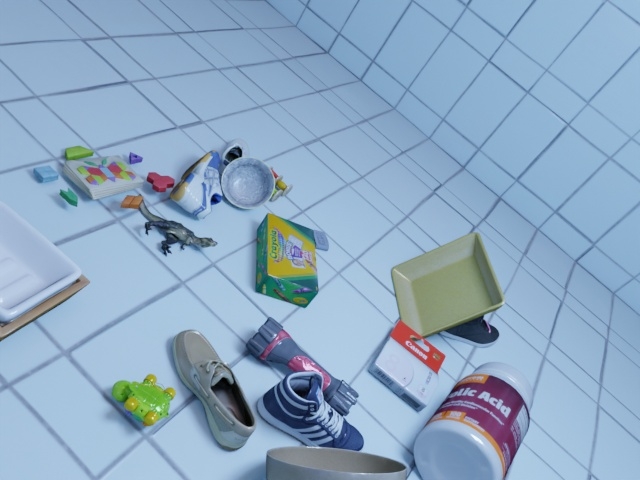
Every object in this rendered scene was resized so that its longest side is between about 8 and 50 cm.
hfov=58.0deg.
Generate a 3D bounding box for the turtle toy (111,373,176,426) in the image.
[{"bbox_3d":[-0.367,0.327,1.183,0.130,0.066,0.095,35,34,-1],"label":"turtle toy"}]

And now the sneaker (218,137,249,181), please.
[{"bbox_3d":[-0.285,-0.289,1.968,0.094,0.091,0.258,27,35,-14],"label":"sneaker"}]

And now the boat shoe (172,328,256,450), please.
[{"bbox_3d":[-0.233,0.312,1.290,0.109,0.098,0.302,-5,51,-44],"label":"boat shoe"}]

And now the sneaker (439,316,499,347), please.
[{"bbox_3d":[0.538,0.275,1.969,0.296,0.147,0.104,16,37,-30],"label":"sneaker"}]

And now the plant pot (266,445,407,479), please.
[{"bbox_3d":[0.024,0.531,1.146,0.284,0.284,0.191,12,77,-31],"label":"plant pot"}]

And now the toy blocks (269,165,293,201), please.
[{"bbox_3d":[-0.183,-0.211,1.998,0.148,0.054,0.123,43,34,9],"label":"toy blocks"}]

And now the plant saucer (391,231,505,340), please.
[{"bbox_3d":[0.417,0.164,1.896,0.081,0.333,0.333,50,23,-36],"label":"plant saucer"}]

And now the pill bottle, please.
[{"bbox_3d":[0.426,0.493,1.541,0.224,0.224,0.392,45,35,13],"label":"pill bottle"}]

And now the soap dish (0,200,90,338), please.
[{"bbox_3d":[-0.670,0.061,1.189,0.291,0.118,0.229,39,34,4],"label":"soap dish"}]

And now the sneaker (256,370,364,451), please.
[{"bbox_3d":[0.006,0.404,1.341,0.282,0.153,0.099,29,35,-11],"label":"sneaker"}]

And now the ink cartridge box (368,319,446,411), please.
[{"bbox_3d":[0.268,0.350,1.685,0.189,0.066,0.232,38,51,4],"label":"ink cartridge box"}]

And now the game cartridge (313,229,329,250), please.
[{"bbox_3d":[0.000,0.000,1.942,0.056,0.017,0.083,12,41,-26],"label":"game cartridge"}]

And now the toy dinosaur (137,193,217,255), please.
[{"bbox_3d":[-0.418,-0.028,1.576,0.268,0.064,0.118,32,31,2],"label":"toy dinosaur"}]

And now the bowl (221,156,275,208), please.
[{"bbox_3d":[-0.235,-0.179,1.868,0.170,0.080,0.170,1,83,-9],"label":"bowl"}]

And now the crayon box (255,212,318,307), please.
[{"bbox_3d":[-0.103,0.055,1.726,0.165,0.081,0.278,21,37,-22],"label":"crayon box"}]

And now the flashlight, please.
[{"bbox_3d":[-0.044,0.324,1.445,0.304,0.103,0.103,40,60,4],"label":"flashlight"}]

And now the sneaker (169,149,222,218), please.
[{"bbox_3d":[-0.358,-0.168,1.775,0.131,0.112,0.296,45,32,-19],"label":"sneaker"}]

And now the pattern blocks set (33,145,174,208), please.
[{"bbox_3d":[-0.593,-0.180,1.591,0.285,0.026,0.325,33,33,10],"label":"pattern blocks set"}]
